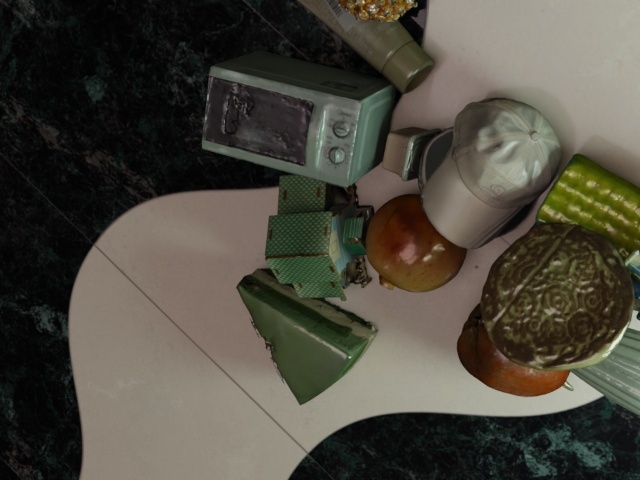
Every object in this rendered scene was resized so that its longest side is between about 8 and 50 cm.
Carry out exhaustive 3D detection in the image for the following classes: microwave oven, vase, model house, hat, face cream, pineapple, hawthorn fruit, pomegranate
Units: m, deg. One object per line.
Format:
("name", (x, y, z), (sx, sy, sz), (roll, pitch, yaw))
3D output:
("microwave oven", (-0.037, -0.223, 1.908), (0.295, 0.237, 0.181), (16, 112, 18))
("vase", (0.475, 0.193, 1.646), (0.248, 0.128, 0.128), (24, 113, 18))
("model house", (0.000, 0.000, 1.975), (0.178, 0.206, 0.271), (0, 105, 23))
("hat", (0.298, -0.117, 1.808), (0.232, 0.161, 0.275), (36, 100, -5))
("face cream", (0.067, -0.416, 1.904), (0.341, 0.084, 0.137), (48, 114, 13))
("pineapple", (0.094, -0.479, 1.803), (0.161, 0.137, 0.176), (-38, 78, -2))
("model house", (0.475, 0.012, 1.781), (0.237, 0.215, 0.303), (32, 109, 10))
("hawthorn fruit", (0.380, 0.207, 1.897), (0.251, 0.199, 0.199), (34, 118, -16))
("pomegranate", (0.176, 0.007, 1.920), (0.191, 0.191, 0.191), (7, 108, 21))

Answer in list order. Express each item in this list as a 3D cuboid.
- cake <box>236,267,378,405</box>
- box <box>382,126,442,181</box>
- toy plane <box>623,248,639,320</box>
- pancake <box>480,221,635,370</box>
("cake", (-0.020, 0.155, 2.064), (0.172, 0.158, 0.284), (-31, 88, 27))
("box", (0.169, -0.165, 1.908), (0.062, 0.122, 0.089), (22, 113, 30))
("toy plane", (0.588, 0.050, 1.605), (0.192, 0.088, 0.262), (38, 120, 0))
("pancake", (0.379, 0.093, 1.644), (0.250, 0.031, 0.250), (-8, 68, 20))
